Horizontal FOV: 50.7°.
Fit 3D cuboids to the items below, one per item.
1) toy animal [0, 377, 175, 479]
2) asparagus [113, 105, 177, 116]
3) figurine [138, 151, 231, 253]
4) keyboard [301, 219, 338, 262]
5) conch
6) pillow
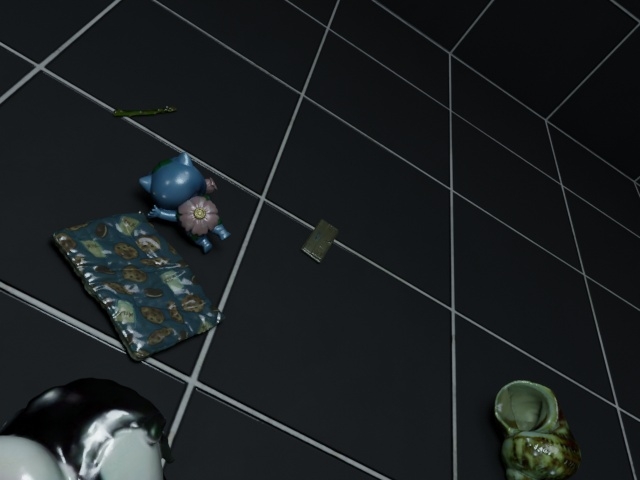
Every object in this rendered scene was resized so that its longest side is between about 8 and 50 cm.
[{"bbox_3d":[-0.284,0.273,0.692,0.212,0.212,0.267,42,34,3],"label":"toy animal"},{"bbox_3d":[-0.353,-0.265,1.381,0.016,0.016,0.162,35,32,27],"label":"asparagus"},{"bbox_3d":[-0.234,-0.065,1.211,0.178,0.114,0.144,55,8,-2],"label":"figurine"},{"bbox_3d":[0.000,0.000,1.414,0.049,0.015,0.129,33,36,-1],"label":"keyboard"},{"bbox_3d":[0.398,0.379,1.277,0.187,0.124,0.181,29,39,28],"label":"conch"},{"bbox_3d":[-0.287,0.059,1.073,0.255,0.034,0.189,49,37,13],"label":"pillow"}]
